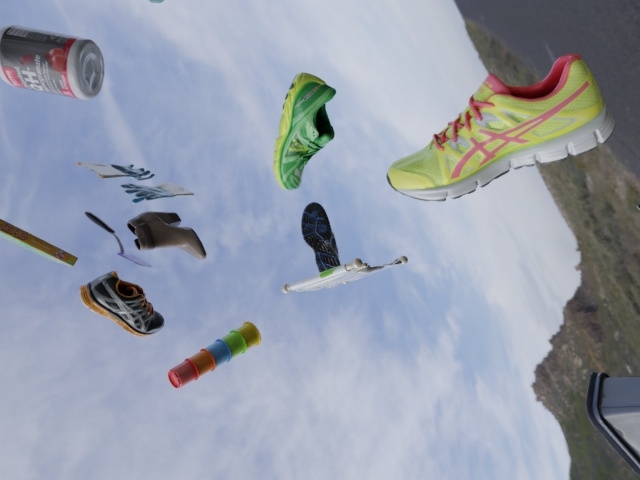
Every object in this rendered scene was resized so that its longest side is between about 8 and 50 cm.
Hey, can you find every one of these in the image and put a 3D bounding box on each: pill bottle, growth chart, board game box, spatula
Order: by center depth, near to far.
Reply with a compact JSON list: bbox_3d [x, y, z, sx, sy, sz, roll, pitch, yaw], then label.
[{"bbox_3d":[0.043,0.058,0.731,0.237,0.172,0.021,0,-108,-59],"label":"growth chart"},{"bbox_3d":[-0.788,-0.006,1.159,0.259,0.124,0.039,42,-118,-49],"label":"board game box"},{"bbox_3d":[-0.833,-0.532,1.301,0.319,0.176,0.176,10,-137,-2],"label":"pill bottle"},{"bbox_3d":[-0.626,-0.003,1.346,0.296,0.030,0.084,40,-178,18],"label":"spatula"}]

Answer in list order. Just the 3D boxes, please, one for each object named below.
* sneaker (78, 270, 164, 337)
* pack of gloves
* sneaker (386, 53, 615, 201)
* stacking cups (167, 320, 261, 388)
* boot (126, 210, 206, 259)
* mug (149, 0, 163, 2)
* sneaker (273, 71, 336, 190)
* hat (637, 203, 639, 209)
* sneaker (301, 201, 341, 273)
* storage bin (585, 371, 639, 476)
[{"bbox_3d":[-0.406,0.139,0.950,0.084,0.083,0.215,53,-179,39],"label":"sneaker"},{"bbox_3d":[-0.472,-0.140,1.136,0.195,0.046,0.232,27,-166,9],"label":"pack of gloves"},{"bbox_3d":[0.157,-0.110,0.426,0.094,0.209,0.081,60,-160,-28],"label":"sneaker"},{"bbox_3d":[-0.333,0.374,1.420,0.316,0.096,0.095,-28,-88,-47],"label":"stacking cups"},{"bbox_3d":[-0.252,-0.002,0.713,0.087,0.042,0.118,-24,-119,-44],"label":"boot"},{"bbox_3d":[-0.293,-0.480,0.747,0.158,0.130,0.097,30,-132,-56],"label":"mug"},{"bbox_3d":[-0.035,-0.228,1.014,0.124,0.295,0.109,18,-138,2],"label":"sneaker"},{"bbox_3d":[0.515,-0.132,0.539,0.173,0.209,0.183,-28,-68,-62],"label":"hat"},{"bbox_3d":[0.000,0.000,1.173,0.081,0.080,0.211,-80,-23,-80],"label":"sneaker"},{"bbox_3d":[0.435,0.231,0.575,0.135,0.091,0.098,48,-131,-8],"label":"storage bin"}]
